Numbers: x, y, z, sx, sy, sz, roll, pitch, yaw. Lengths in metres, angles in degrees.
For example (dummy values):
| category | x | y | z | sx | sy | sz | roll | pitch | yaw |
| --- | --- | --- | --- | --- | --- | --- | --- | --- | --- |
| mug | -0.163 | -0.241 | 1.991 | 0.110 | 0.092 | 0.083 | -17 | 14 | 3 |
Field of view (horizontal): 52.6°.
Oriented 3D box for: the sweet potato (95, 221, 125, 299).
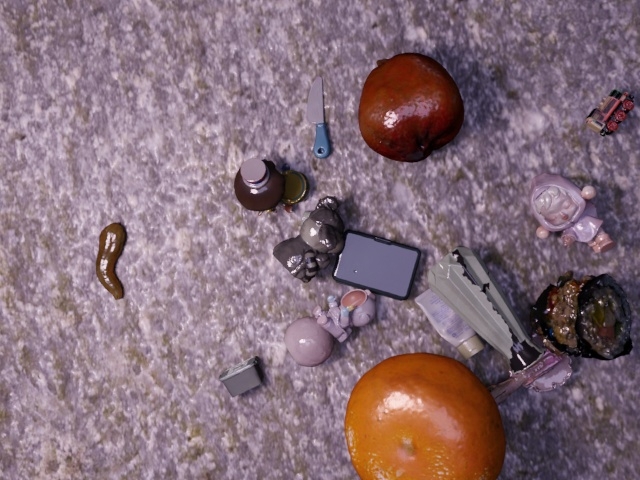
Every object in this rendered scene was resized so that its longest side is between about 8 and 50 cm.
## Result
| category | x | y | z | sx | sy | sz | roll | pitch | yaw |
| --- | --- | --- | --- | --- | --- | --- | --- | --- | --- |
| sweet potato | -0.622 | 0.060 | 1.912 | 0.081 | 0.062 | 0.233 | 3 | 92 | 3 |

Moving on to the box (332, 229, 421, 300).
| category | x | y | z | sx | sy | sz | roll | pitch | yaw |
| --- | --- | --- | --- | --- | --- | --- | --- | --- | --- |
| box | 0.159 | 0.071 | 1.854 | 0.230 | 0.050 | 0.160 | 16 | 91 | 5 |

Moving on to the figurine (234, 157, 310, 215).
| category | x | y | z | sx | sy | sz | roll | pitch | yaw |
| --- | --- | --- | --- | --- | --- | --- | --- | --- | --- |
| figurine | -0.144 | -0.151 | 1.775 | 0.158 | 0.275 | 0.161 | -8 | 91 | 21 |

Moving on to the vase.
| category | x | y | z | sx | sy | sz | roll | pitch | yaw |
| --- | --- | --- | --- | --- | --- | --- | --- | --- | --- |
| vase | 0.450 | 0.186 | 1.756 | 0.165 | 0.165 | 0.360 | -39 | 80 | 3 |

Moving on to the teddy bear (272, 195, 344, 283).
| category | x | y | z | sx | sy | sz | roll | pitch | yaw |
| --- | --- | --- | --- | --- | --- | --- | --- | --- | --- |
| teddy bear | -0.008 | 0.015 | 1.787 | 0.251 | 0.171 | 0.144 | -42 | 118 | 16 |

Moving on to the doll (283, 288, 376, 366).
| category | x | y | z | sx | sy | sz | roll | pitch | yaw |
| --- | --- | --- | --- | --- | --- | --- | --- | --- | --- |
| doll | 0.038 | 0.239 | 1.825 | 0.287 | 0.151 | 0.151 | -33 | 87 | -3 |

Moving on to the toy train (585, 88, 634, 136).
| category | x | y | z | sx | sy | sz | roll | pitch | yaw |
| --- | --- | --- | --- | --- | --- | --- | --- | --- | --- |
| toy train | 0.813 | -0.361 | 1.810 | 0.087 | 0.050 | 0.138 | 37 | 92 | 7 |

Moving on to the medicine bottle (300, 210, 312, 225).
| category | x | y | z | sx | sy | sz | roll | pitch | yaw |
| --- | --- | --- | --- | --- | --- | --- | --- | --- | --- |
| medicine bottle | -0.011 | -0.054 | 1.871 | 0.083 | 0.047 | 0.047 | 17 | 91 | 4 |

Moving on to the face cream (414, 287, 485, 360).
| category | x | y | z | sx | sy | sz | roll | pitch | yaw |
| --- | --- | --- | --- | --- | --- | --- | --- | --- | --- |
| face cream | 0.377 | 0.226 | 1.839 | 0.114 | 0.070 | 0.224 | -34 | 75 | 0 |

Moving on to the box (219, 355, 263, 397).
| category | x | y | z | sx | sy | sz | roll | pitch | yaw |
| --- | --- | --- | --- | --- | --- | --- | --- | --- | --- |
| box | -0.224 | 0.394 | 1.866 | 0.122 | 0.084 | 0.069 | -27 | 95 | 5 |

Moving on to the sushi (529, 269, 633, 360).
| category | x | y | z | sx | sy | sz | roll | pitch | yaw |
| --- | --- | --- | --- | --- | --- | --- | --- | --- | --- |
| sushi | 0.694 | 0.208 | 1.735 | 0.219 | 0.238 | 0.225 | -12 | 98 | 48 |

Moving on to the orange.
| category | x | y | z | sx | sy | sz | roll | pitch | yaw |
| --- | --- | --- | --- | --- | --- | --- | --- | --- | --- |
| orange | 0.272 | 0.499 | 1.695 | 0.424 | 0.326 | 0.423 | 1 | 92 | 19 |

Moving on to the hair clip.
| category | x | y | z | sx | sy | sz | roll | pitch | yaw |
| --- | --- | --- | --- | --- | --- | --- | --- | --- | --- |
| hair clip | 0.560 | 0.378 | 1.809 | 0.300 | 0.069 | 0.173 | -33 | 88 | -7 |

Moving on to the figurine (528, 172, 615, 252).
| category | x | y | z | sx | sy | sz | roll | pitch | yaw |
| --- | --- | --- | --- | --- | --- | --- | --- | --- | --- |
| figurine | 0.686 | -0.072 | 1.777 | 0.276 | 0.133 | 0.200 | 43 | 121 | 0 |

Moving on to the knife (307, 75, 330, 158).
| category | x | y | z | sx | sy | sz | roll | pitch | yaw |
| --- | --- | --- | --- | --- | --- | --- | --- | --- | --- |
| knife | -0.010 | -0.358 | 1.887 | 0.058 | 0.032 | 0.244 | -8 | 84 | 13 |

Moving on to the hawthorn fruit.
| category | x | y | z | sx | sy | sz | roll | pitch | yaw |
| --- | --- | --- | --- | --- | --- | --- | --- | --- | --- |
| hawthorn fruit | 0.248 | -0.361 | 1.754 | 0.295 | 0.295 | 0.311 | 12 | 67 | 4 |
